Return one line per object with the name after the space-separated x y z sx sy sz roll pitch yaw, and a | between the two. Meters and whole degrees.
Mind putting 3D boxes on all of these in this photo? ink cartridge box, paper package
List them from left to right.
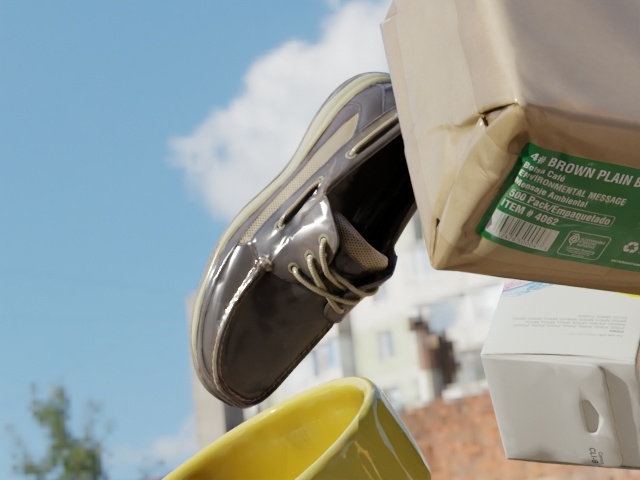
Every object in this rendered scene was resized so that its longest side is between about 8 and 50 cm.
0.217 0.078 1.482 0.127 0.176 0.128 1 -48 22 | ink cartridge box
0.234 -0.112 1.371 0.325 0.309 0.168 9 -48 -18 | paper package

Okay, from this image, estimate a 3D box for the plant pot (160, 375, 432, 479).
-0.004 0.264 1.317 0.254 0.239 0.254 -32 9 6 | plant pot

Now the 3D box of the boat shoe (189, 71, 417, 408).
0.000 0.000 1.732 0.132 0.355 0.130 31 -4 -29 | boat shoe
